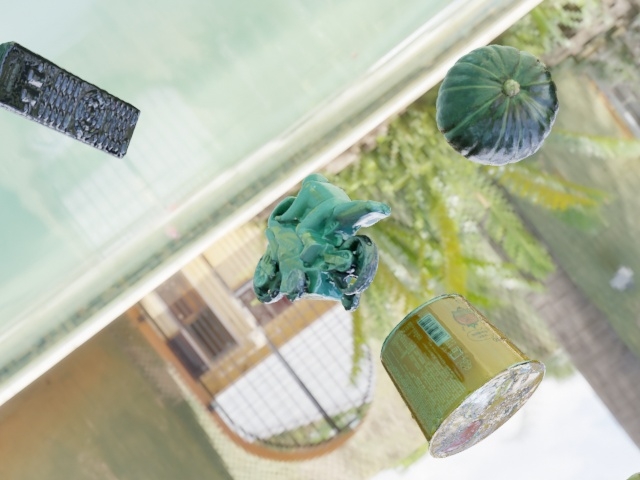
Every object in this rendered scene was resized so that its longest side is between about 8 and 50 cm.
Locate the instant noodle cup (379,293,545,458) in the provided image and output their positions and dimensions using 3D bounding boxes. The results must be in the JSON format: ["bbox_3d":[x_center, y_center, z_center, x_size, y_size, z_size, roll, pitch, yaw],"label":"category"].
[{"bbox_3d":[0.202,0.196,1.658,0.216,0.172,0.215,-28,149,-18],"label":"instant noodle cup"}]

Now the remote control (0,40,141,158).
[{"bbox_3d":[-0.249,-0.135,1.092,0.063,0.025,0.245,-66,159,-1],"label":"remote control"}]

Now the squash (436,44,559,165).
[{"bbox_3d":[0.304,-0.232,1.901,0.218,0.218,0.172,-38,162,-13],"label":"squash"}]

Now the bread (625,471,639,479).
[{"bbox_3d":[0.354,0.389,1.243,0.294,0.132,0.167,-41,-159,-15],"label":"bread"}]

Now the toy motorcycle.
[{"bbox_3d":[0.001,0.000,1.568,0.296,0.109,0.198,0,-104,57],"label":"toy motorcycle"}]
